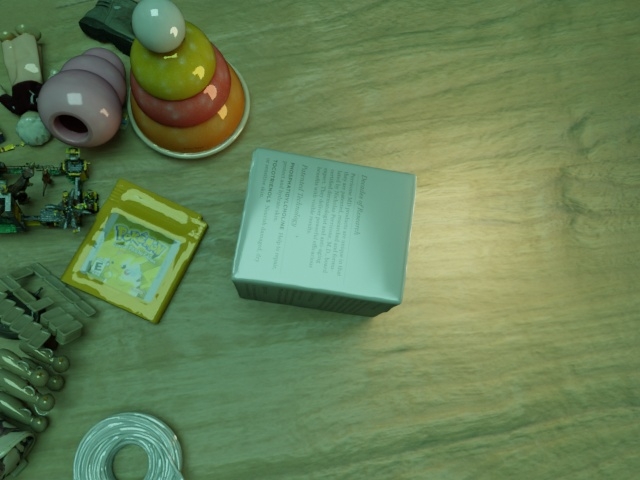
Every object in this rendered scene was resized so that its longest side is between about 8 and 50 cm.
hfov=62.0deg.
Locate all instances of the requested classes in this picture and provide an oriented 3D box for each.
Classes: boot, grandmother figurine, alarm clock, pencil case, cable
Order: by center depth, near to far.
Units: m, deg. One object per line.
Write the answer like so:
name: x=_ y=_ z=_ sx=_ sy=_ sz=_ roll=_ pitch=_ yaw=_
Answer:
pencil case: x=-0.894 y=0.437 z=1.262 sx=0.411 sy=0.183 sz=0.160 roll=27 pitch=40 yaw=5
cable: x=-0.471 y=0.556 z=1.318 sx=0.257 sy=0.089 sz=0.257 roll=-16 pitch=78 yaw=-8
alarm clock: x=-0.813 y=0.199 z=1.386 sx=0.192 sy=0.064 sz=0.129 roll=-18 pitch=79 yaw=-6
grandmother figurine: x=-0.830 y=-0.436 z=1.520 sx=0.208 sy=0.104 sz=0.342 roll=-15 pitch=80 yaw=19
boot: x=-0.583 y=-0.656 z=1.602 sx=0.247 sy=0.083 sz=0.161 roll=26 pitch=70 yaw=0

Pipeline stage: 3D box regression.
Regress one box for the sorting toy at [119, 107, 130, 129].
sorting toy: x=-0.600 y=-0.364 z=1.562 sx=0.083 sy=0.012 sz=0.062 roll=19 pitch=76 yaw=-1

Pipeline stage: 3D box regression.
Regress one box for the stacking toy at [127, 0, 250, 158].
stacking toy: x=-0.362 y=-0.446 z=1.363 sx=0.351 sy=0.480 sz=0.350 roll=1 pitch=77 yaw=-6

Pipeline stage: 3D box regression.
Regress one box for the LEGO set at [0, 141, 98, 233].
LEGO set: x=-0.753 y=-0.144 z=1.371 sx=0.332 sy=0.192 sz=0.254 roll=6 pitch=71 yaw=-16

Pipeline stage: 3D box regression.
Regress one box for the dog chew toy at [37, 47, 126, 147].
dog chew toy: x=-0.632 y=-0.409 z=1.464 sx=0.207 sy=0.206 sz=0.331 roll=5 pitch=49 yaw=-4

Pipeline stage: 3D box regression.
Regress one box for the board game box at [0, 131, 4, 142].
board game box: x=-1.030 y=-0.295 z=1.453 sx=0.243 sy=0.042 sz=0.165 roll=-34 pitch=81 yaw=-30

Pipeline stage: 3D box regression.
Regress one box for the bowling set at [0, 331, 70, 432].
bowling set: x=-0.680 y=0.319 z=1.314 sx=0.154 sy=0.287 sz=0.199 roll=32 pitch=42 yaw=-4

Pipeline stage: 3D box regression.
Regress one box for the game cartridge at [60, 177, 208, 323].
game cartridge: x=-0.500 y=0.025 z=1.460 sx=0.286 sy=0.052 sz=0.323 roll=24 pitch=77 yaw=0

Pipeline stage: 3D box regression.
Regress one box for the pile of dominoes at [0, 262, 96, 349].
pile of dominoes: x=-0.720 y=0.171 z=1.348 sx=0.251 sy=0.196 sz=0.040 roll=35 pitch=121 yaw=14

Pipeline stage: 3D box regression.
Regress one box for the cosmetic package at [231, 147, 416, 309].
cosmetic package: x=0.000 y=0.000 z=1.370 sx=0.394 sy=0.329 sz=0.327 roll=9 pitch=76 yaw=-4
